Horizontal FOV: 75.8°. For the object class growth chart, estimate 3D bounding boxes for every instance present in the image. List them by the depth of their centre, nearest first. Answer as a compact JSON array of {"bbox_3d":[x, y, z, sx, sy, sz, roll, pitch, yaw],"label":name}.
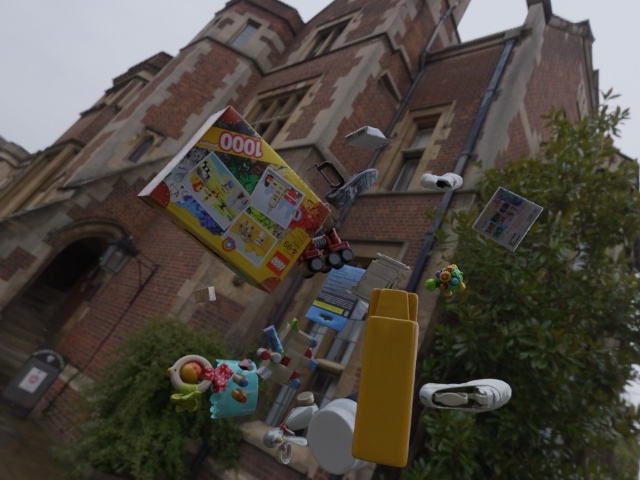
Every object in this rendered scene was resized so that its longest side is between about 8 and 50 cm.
[{"bbox_3d":[0.236,0.167,1.668,0.172,0.237,0.021,33,16,-12],"label":"growth chart"}]

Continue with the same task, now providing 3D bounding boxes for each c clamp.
[{"bbox_3d":[0.035,-0.296,1.868,0.160,0.022,0.137,47,-42,-12],"label":"c clamp"}]

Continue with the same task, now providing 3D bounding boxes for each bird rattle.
[{"bbox_3d":[-0.483,0.538,1.620,0.207,0.254,0.143,46,-40,16],"label":"bird rattle"}]

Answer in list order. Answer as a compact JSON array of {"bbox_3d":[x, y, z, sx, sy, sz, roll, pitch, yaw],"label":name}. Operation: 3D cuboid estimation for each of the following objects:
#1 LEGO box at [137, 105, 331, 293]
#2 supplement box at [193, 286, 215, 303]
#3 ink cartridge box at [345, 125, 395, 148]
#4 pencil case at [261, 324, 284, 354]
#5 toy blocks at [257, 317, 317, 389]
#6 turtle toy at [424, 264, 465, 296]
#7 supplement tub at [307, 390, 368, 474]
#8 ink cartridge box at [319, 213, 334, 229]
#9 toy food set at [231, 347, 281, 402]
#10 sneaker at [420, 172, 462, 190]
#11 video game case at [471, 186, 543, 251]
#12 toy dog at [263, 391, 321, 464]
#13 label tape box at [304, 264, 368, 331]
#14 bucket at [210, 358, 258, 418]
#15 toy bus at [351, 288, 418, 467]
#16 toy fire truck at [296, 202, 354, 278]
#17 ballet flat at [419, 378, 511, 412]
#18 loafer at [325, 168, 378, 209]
[{"bbox_3d":[-0.267,-0.123,1.377,0.500,0.372,0.193,44,-18,-28],"label":"LEGO box"},{"bbox_3d":[-0.527,0.249,1.871,0.099,0.062,0.036,-15,-8,30],"label":"supplement box"},{"bbox_3d":[0.227,-0.465,1.870,0.180,0.045,0.146,-1,-6,-36],"label":"ink cartridge box"},{"bbox_3d":[-0.238,0.506,2.076,0.065,0.070,0.151,-20,-85,16],"label":"pencil case"},{"bbox_3d":[-0.141,0.637,2.218,0.261,0.381,0.191,34,-6,-19],"label":"toy blocks"},{"bbox_3d":[0.412,0.134,1.371,0.130,0.095,0.066,-31,-38,26],"label":"turtle toy"},{"bbox_3d":[0.113,0.551,1.213,0.191,0.190,0.272,6,0,39],"label":"supplement tub"},{"bbox_3d":[-0.034,-0.102,2.336,0.109,0.209,0.062,52,13,-1],"label":"ink cartridge box"},{"bbox_3d":[-0.241,0.494,1.545,0.111,0.232,0.105,60,-27,-11],"label":"toy food set"},{"bbox_3d":[0.512,-0.229,1.670,0.213,0.080,0.094,-5,20,-29],"label":"sneaker"},{"bbox_3d":[0.577,-0.068,1.278,0.143,0.157,0.019,36,8,28],"label":"video game case"},{"bbox_3d":[-0.091,0.839,1.877,0.161,0.333,0.220,-14,-67,39],"label":"toy dog"},{"bbox_3d":[0.111,0.292,2.040,0.241,0.333,0.106,13,-26,41],"label":"label tape box"},{"bbox_3d":[-0.406,0.687,1.920,0.183,0.280,0.281,6,-19,-21],"label":"bucket"},{"bbox_3d":[0.136,0.264,0.846,0.109,0.331,0.130,6,-16,10],"label":"toy bus"},{"bbox_3d":[0.000,0.000,1.643,0.246,0.217,0.158,68,-27,13],"label":"toy fire truck"},{"bbox_3d":[0.629,0.669,1.747,0.401,0.139,0.139,-1,-29,0],"label":"ballet flat"},{"bbox_3d":[0.148,-0.263,1.940,0.095,0.303,0.109,34,-30,31],"label":"loafer"}]
